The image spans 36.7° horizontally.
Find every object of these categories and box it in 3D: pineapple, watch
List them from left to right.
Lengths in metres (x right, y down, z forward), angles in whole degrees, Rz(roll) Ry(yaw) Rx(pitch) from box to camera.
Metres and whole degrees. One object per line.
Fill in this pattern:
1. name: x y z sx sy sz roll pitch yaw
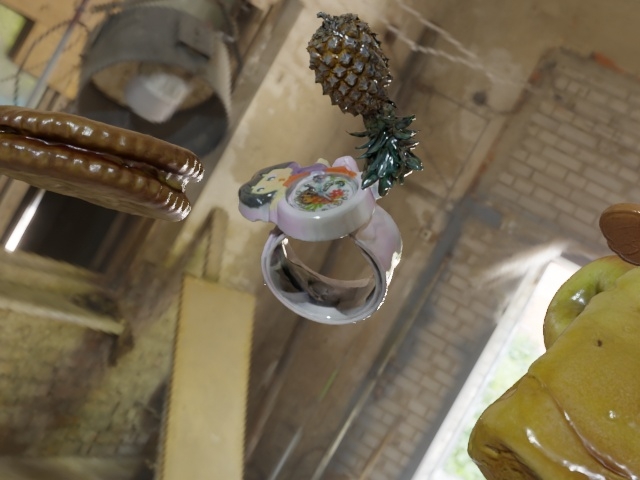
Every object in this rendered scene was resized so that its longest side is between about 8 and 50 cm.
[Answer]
1. watch: 0.000 0.000 1.507 0.244 0.196 0.231 0 -52 21
2. pineapple: 0.047 -0.155 1.069 0.221 0.083 0.103 61 27 -30

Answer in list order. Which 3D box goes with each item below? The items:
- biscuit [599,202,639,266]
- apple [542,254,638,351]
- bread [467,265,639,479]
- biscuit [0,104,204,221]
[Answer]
1. biscuit: 0.436 -0.003 1.320 0.102 0.019 0.130 -3 -41 46
2. apple: 0.553 0.169 1.772 0.233 0.286 0.286 44 -5 -23
3. bread: 0.270 0.133 0.806 0.167 0.294 0.132 40 -33 24
4. biscuit: -0.218 -0.073 0.891 0.221 0.066 0.220 14 -5 1
